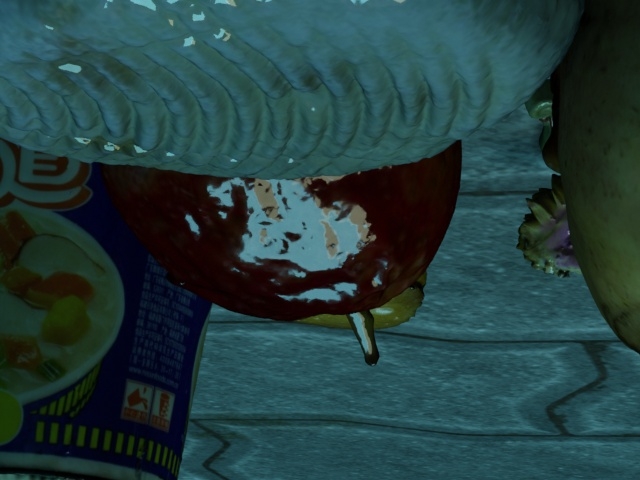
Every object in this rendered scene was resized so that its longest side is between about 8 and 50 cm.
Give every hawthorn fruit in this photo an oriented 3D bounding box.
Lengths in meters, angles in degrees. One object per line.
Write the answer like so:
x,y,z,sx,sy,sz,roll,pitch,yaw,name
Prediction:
-0.006,-0.035,1.271,0.230,0.210,0.266,-18,120,20,hawthorn fruit

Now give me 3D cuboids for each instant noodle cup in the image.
-0.190,0.037,1.403,0.284,0.312,0.284,3,162,1,instant noodle cup

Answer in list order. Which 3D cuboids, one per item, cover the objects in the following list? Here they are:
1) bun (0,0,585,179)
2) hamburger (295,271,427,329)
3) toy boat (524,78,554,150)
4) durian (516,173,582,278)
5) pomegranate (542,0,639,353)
-0.044,-0.151,0.965,0.354,0.194,0.354,1,164,0,bun
-0.005,-0.002,1.569,0.191,0.118,0.182,9,159,-27,hamburger
0.209,-0.079,1.334,0.185,0.089,0.071,1,152,-28,toy boat
0.303,-0.035,1.405,0.341,0.112,0.191,8,-147,46,durian
0.259,-0.057,1.023,0.322,0.322,0.322,3,163,1,pomegranate
